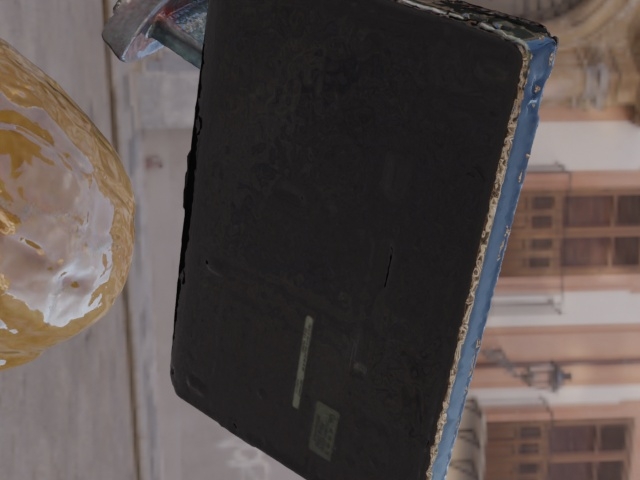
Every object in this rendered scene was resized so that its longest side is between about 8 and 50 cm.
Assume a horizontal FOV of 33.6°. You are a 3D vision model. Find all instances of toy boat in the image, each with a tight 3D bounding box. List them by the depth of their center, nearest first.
[{"bbox_3d":[-0.030,-0.088,0.501,0.096,0.122,0.034,-44,159,-39],"label":"toy boat"}]

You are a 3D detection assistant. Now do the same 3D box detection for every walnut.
[{"bbox_3d":[-0.213,-0.019,0.607,0.221,0.195,0.195,40,38,-48],"label":"walnut"}]

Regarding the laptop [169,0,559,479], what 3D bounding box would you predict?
[{"bbox_3d":[0.000,0.000,0.417,0.026,0.154,0.207,-20,128,-50],"label":"laptop"}]
